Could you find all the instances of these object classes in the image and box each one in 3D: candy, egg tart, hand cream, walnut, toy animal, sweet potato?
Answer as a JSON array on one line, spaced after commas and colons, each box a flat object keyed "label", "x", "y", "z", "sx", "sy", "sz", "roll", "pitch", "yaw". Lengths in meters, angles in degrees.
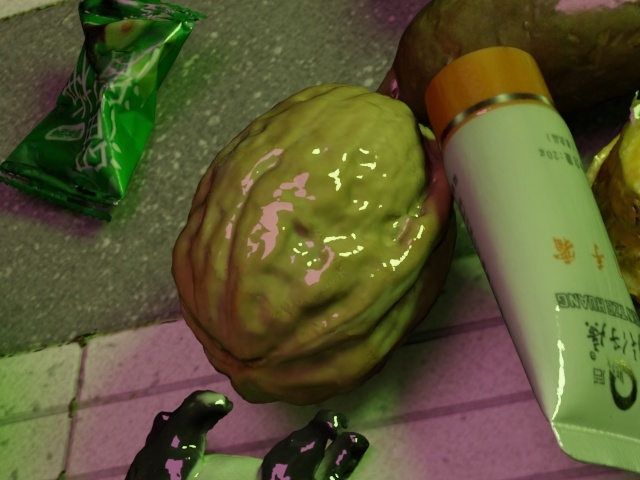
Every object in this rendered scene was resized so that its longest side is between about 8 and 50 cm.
[{"label": "candy", "x": -0.186, "y": -0.119, "z": 1.589, "sx": 0.141, "sy": 0.078, "sz": 0.203, "roll": 11, "pitch": 74, "yaw": 48}, {"label": "egg tart", "x": 0.272, "y": -0.041, "z": 1.254, "sx": 0.212, "sy": 0.090, "sz": 0.213, "roll": -13, "pitch": 51, "yaw": 17}, {"label": "hand cream", "x": 0.146, "y": 0.017, "z": 1.207, "sx": 0.089, "sy": 0.139, "sz": 0.314, "roll": -37, "pitch": 57, "yaw": 32}, {"label": "walnut", "x": 0.000, "y": 0.000, "z": 1.308, "sx": 0.198, "sy": 0.198, "sz": 0.245, "roll": 18, "pitch": 57, "yaw": 38}, {"label": "toy animal", "x": -0.039, "y": 0.176, "z": 1.265, "sx": 0.225, "sy": 0.094, "sz": 0.121, "roll": 5, "pitch": 70, "yaw": 21}, {"label": "sweet potato", "x": 0.217, "y": -0.161, "z": 1.321, "sx": 0.422, "sy": 0.130, "sz": 0.130, "roll": -10, "pitch": 51, "yaw": 37}]
